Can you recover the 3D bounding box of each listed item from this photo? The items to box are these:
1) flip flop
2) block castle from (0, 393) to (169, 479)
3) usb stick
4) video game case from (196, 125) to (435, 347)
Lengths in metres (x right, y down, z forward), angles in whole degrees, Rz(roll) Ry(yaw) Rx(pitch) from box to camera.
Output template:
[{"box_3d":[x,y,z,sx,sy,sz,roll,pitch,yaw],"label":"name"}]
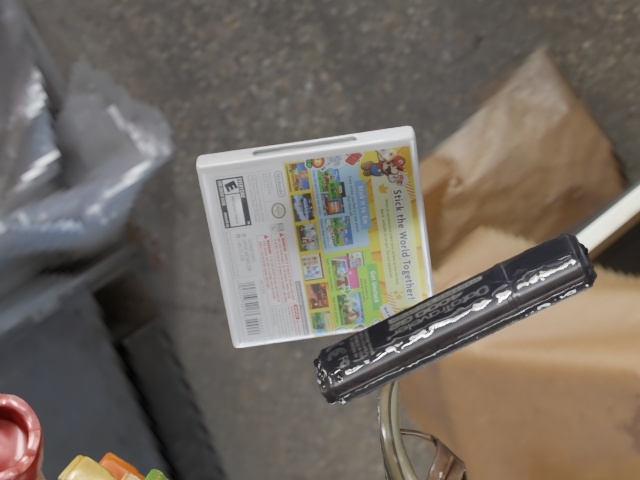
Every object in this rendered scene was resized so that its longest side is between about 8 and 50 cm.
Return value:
[{"box_3d":[0.118,0.262,1.953,0.112,0.080,0.277,81,170,-53],"label":"flip flop"},{"box_3d":[-0.168,0.342,1.539,0.453,0.303,0.213,28,156,18],"label":"block castle"},{"box_3d":[0.124,0.073,1.799,0.045,0.278,0.077,60,-172,-30],"label":"usb stick"},{"box_3d":[0.000,0.000,1.877,0.206,0.026,0.227,-8,127,2],"label":"video game case"}]
